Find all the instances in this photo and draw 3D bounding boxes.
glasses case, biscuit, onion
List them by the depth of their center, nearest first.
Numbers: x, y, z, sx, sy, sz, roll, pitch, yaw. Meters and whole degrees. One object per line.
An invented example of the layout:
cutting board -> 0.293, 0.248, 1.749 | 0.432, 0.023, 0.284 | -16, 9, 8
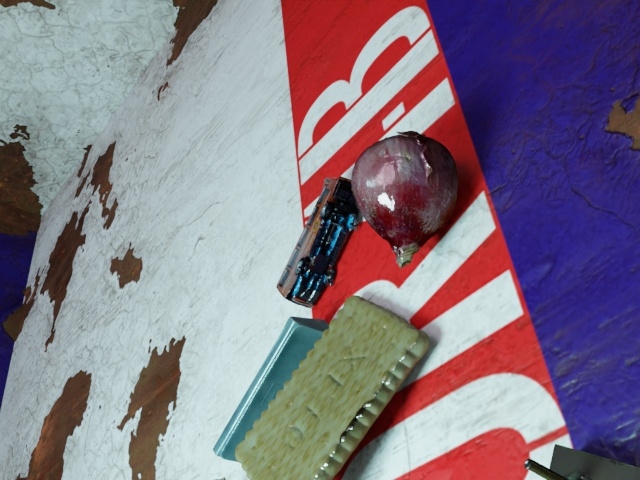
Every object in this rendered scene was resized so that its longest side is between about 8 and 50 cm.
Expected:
onion -> 0.123, -0.055, 1.040 | 0.159, 0.159, 0.195 | -21, 66, 49
biscuit -> 0.012, 0.236, 1.045 | 0.325, 0.044, 0.217 | -53, 27, -7
glasses case -> -0.071, 0.252, 1.186 | 0.056, 0.105, 0.266 | 36, 102, 31

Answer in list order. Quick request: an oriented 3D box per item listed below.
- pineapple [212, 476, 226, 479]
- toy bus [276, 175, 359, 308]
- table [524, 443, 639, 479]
pineapple -> -0.075, 0.447, 1.012 | 0.340, 0.169, 0.169 | -2, 68, 48
toy bus -> 0.000, 0.000, 1.254 | 0.235, 0.073, 0.096 | -66, 25, 2
table -> 0.231, 0.317, 0.664 | 0.121, 0.111, 0.240 | -2, 68, 56
